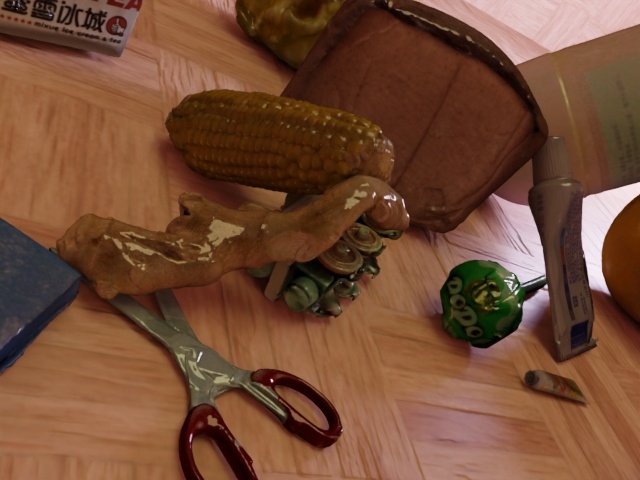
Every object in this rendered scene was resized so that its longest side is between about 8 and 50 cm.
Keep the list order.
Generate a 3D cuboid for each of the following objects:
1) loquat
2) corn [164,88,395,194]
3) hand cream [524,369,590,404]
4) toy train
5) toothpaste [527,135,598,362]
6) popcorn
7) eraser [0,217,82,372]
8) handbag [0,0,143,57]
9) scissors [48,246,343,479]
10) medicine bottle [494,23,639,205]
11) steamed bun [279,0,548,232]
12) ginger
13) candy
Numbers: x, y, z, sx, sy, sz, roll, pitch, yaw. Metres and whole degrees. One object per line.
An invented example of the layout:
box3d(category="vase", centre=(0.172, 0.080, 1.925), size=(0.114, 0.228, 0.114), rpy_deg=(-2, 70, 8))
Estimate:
box3d(category="loquat", centre=(0.568, 0.034, 0.970), size=(0.275, 0.275, 0.275), rpy_deg=(25, 32, -17))
box3d(category="corn", centre=(-0.049, -0.096, 0.625), size=(0.261, 0.097, 0.097), rpy_deg=(14, 18, 32))
box3d(category="hand cream", centre=(0.267, 0.163, 0.724), size=(0.102, 0.022, 0.035), rpy_deg=(20, 28, -32))
box3d(category="toy train", centre=(0.000, 0.000, 0.635), size=(0.125, 0.081, 0.194), rpy_deg=(32, 33, 13))
box3d(category="toothpaste", centre=(0.311, 0.007, 0.825), size=(0.099, 0.068, 0.282), rpy_deg=(-6, 88, -17))
box3d(category="popcorn", centre=(0.007, -0.370, 1.005), size=(0.286, 0.225, 0.174), rpy_deg=(39, 34, 9))
box3d(category="eraser", centre=(-0.263, 0.064, 0.315), size=(0.144, 0.043, 0.312), rpy_deg=(34, 31, -3))
box3d(category="handbag", centre=(-0.250, -0.355, 0.655), size=(0.171, 0.298, 0.151), rpy_deg=(0, 46, -44))
box3d(category="scissors", centre=(-0.100, 0.080, 0.483), size=(0.247, 0.017, 0.144), rpy_deg=(44, 31, 17))
box3d(category="medicine bottle", centre=(0.390, -0.181, 1.016), size=(0.235, 0.406, 0.236), rpy_deg=(-16, 90, -71))
box3d(category="steamed bun", centre=(0.115, -0.171, 0.839), size=(0.301, 0.251, 0.199), rpy_deg=(32, 20, -13))
box3d(category="ginger", centre=(-0.057, -0.010, 0.516), size=(0.288, 0.075, 0.089), rpy_deg=(-13, 51, -20))
box3d(category="candy", centre=(0.235, 0.062, 0.795), size=(0.097, 0.097, 0.323), rpy_deg=(49, 25, 21))
